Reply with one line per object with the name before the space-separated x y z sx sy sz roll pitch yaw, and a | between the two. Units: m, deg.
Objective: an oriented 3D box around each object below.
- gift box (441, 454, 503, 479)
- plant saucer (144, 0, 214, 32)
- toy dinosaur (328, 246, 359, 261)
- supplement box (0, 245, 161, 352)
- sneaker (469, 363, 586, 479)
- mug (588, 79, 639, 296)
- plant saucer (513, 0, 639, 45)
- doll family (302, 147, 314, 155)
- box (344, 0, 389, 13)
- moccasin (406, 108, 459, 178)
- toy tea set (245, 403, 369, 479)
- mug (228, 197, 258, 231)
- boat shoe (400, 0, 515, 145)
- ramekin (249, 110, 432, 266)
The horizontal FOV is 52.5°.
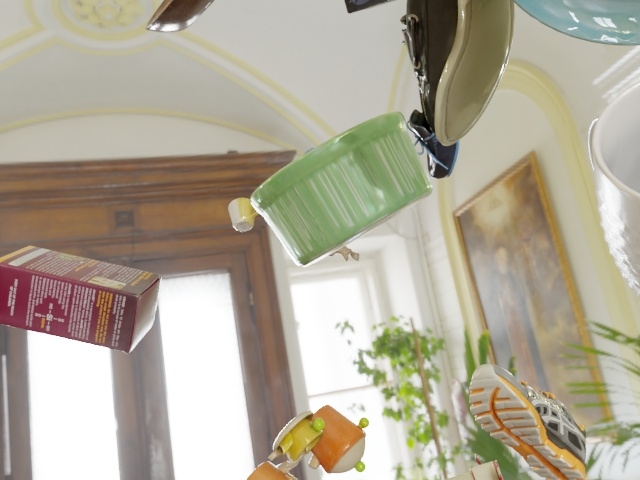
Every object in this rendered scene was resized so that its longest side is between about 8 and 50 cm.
gift box | 0.267 0.544 1.196 0.258 0.276 0.255 -17 -28 3
plant saucer | -0.151 -0.426 0.979 0.050 0.310 0.311 38 -41 -25
toy dinosaur | 0.000 0.000 1.907 0.200 0.127 0.296 2 3 15
supplement box | -0.317 0.073 0.846 0.188 0.080 0.104 13 12 0
sneaker | 0.268 0.224 0.833 0.215 0.083 0.084 47 -39 -20
mug | 0.527 -0.066 0.952 0.276 0.374 0.328 -31 -46 0
plant saucer | 0.282 -0.302 0.513 0.318 0.043 0.317 8 -38 7
doll family | -0.028 -0.112 1.661 0.118 0.163 0.263 -35 -4 -12
box | 0.070 -0.412 0.929 0.078 0.147 0.180 -12 19 18
moccasin | 0.266 -0.299 1.577 0.117 0.137 0.342 -11 -52 -6
toy tea set | -0.044 0.426 1.106 0.336 0.124 0.200 -56 -22 18
mug | -0.176 -0.059 1.487 0.062 0.064 0.078 12 -48 -23
boat shoe | 0.145 -0.259 0.749 0.127 0.113 0.340 -40 -31 -17
ramekin | 0.045 -0.079 1.123 0.303 0.148 0.303 -30 -2 -1
